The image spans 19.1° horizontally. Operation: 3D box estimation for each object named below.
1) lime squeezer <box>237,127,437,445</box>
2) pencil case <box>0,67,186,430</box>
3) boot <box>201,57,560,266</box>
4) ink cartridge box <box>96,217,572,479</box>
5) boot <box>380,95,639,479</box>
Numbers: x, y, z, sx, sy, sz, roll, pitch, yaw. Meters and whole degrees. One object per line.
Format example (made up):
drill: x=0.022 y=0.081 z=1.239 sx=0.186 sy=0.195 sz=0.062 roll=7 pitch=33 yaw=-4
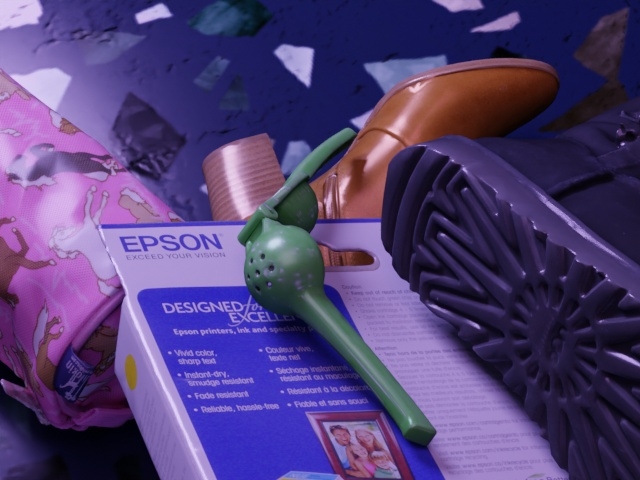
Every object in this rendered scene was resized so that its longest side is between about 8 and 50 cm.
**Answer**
lime squeezer: x=0.000 y=0.000 z=1.227 sx=0.110 sy=0.059 sz=0.310 roll=6 pitch=37 yaw=-15
pencil case: x=-0.248 y=-0.028 z=1.366 sx=0.386 sy=0.160 sz=0.167 roll=39 pitch=60 yaw=24
boot: x=0.069 y=-0.005 z=1.389 sx=0.295 sy=0.104 sz=0.211 roll=-18 pitch=62 yaw=-7
ink cartridge box: x=0.033 y=0.106 z=1.207 sx=0.303 sy=0.072 sz=0.307 roll=-1 pitch=38 yaw=-26
boot: x=0.317 y=0.017 z=1.259 sx=0.445 sy=0.146 sz=0.367 roll=-14 pitch=51 yaw=-35
